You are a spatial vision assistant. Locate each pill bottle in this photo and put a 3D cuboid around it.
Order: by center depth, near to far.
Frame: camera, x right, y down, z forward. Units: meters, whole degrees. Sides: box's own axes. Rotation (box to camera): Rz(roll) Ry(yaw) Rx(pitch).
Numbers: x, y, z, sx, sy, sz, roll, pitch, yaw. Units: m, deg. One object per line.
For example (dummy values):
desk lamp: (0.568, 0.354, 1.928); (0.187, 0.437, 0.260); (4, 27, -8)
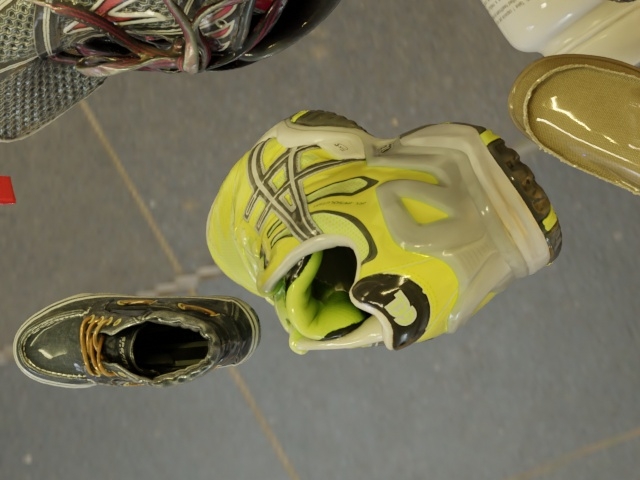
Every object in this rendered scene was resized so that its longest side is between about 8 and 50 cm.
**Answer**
pill bottle: (0.209, -0.276, 1.814); (0.160, 0.160, 0.283); (-33, 88, 15)

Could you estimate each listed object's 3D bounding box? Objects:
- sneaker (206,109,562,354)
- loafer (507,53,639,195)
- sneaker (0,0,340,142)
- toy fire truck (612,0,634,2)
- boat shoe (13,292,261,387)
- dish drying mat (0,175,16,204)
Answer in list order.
sneaker: (0.000, 0.000, 1.368); (0.147, 0.385, 0.145); (-38, 104, -24)
loafer: (0.159, -0.047, 0.913); (0.148, 0.050, 0.056); (19, 98, 1)
sneaker: (-0.077, -0.119, 0.927); (0.299, 0.112, 0.121); (-30, 164, 37)
toy fire truck: (0.200, -0.244, 1.287); (0.217, 0.246, 0.158); (17, 124, -9)
boat shoe: (-0.137, 0.067, 1.316); (0.183, 0.083, 0.065); (-7, 93, 20)
dish drying mat: (-0.240, -0.033, 1.263); (0.083, 0.032, 0.008); (2, 122, -19)
